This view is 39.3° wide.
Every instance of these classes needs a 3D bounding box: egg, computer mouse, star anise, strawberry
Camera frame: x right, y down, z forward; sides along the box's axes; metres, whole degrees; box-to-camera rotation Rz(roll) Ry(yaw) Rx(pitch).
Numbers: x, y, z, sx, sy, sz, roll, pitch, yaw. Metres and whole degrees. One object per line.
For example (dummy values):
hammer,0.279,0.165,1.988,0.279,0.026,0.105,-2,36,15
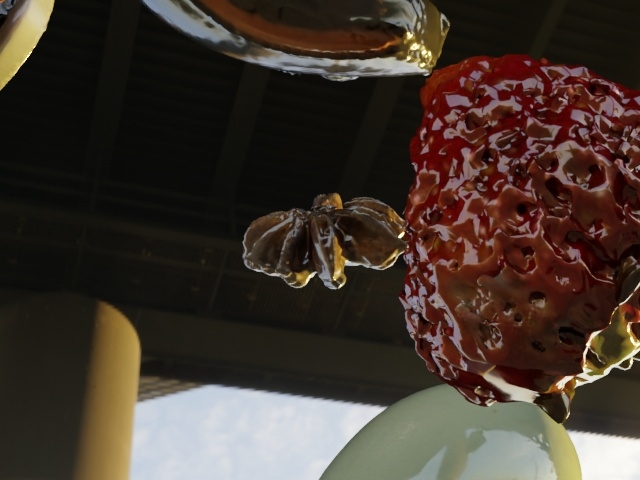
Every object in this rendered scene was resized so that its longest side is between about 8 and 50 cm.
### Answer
egg,0.101,0.271,0.824,0.371,0.230,0.230,-32,-40,-40
computer mouse,-0.046,-0.211,0.788,0.323,0.183,0.116,22,-78,-8
star anise,0.000,0.000,1.090,0.236,0.229,0.093,-8,-73,23
strawberry,0.121,-0.014,0.470,0.187,0.201,0.184,-31,-20,19

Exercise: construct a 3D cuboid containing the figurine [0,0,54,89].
figurine,-0.276,-0.181,0.509,0.176,0.133,0.236,-16,-40,37
